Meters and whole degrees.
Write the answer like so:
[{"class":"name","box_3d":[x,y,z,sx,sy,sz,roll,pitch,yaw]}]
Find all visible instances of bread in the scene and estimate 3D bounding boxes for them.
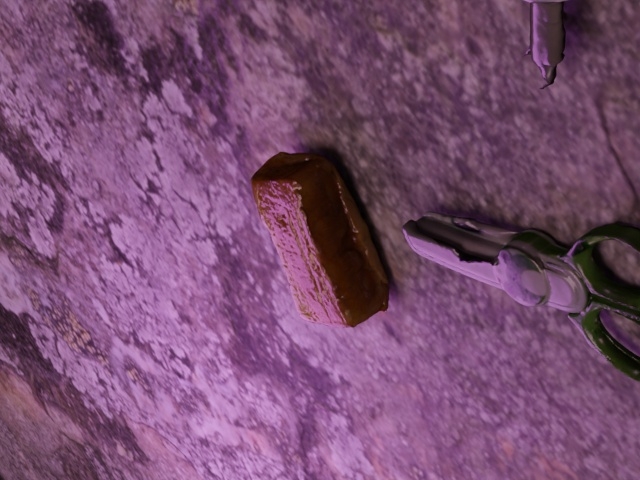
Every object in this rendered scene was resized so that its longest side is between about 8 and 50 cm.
[{"class":"bread","box_3d":[0.000,0.000,1.074,0.074,0.053,0.132,-2,118,52]}]

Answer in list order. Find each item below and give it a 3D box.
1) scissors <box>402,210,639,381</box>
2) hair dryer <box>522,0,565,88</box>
[{"class":"scissors","box_3d":[0.131,0.019,0.925,0.204,0.027,0.101,20,132,43]},{"class":"hair dryer","box_3d":[0.119,-0.193,0.688,0.173,0.107,0.357,38,155,29]}]
